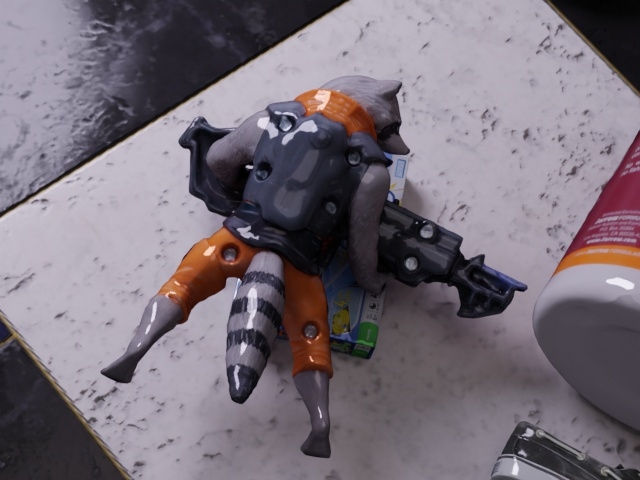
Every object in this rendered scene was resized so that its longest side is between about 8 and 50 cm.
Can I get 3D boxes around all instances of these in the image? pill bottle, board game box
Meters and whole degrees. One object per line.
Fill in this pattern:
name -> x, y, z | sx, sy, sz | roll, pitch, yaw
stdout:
pill bottle -> 0.376, -0.028, 1.274 | 0.224, 0.224, 0.392 | 32, 64, 7
board game box -> 0.000, 0.000, 1.306 | 0.136, 0.035, 0.201 | 12, 64, -3

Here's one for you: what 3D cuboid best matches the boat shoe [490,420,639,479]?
boat shoe -> 0.259, 0.227, 1.215 | 0.219, 0.078, 0.070 | 28, 65, 7

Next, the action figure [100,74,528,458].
action figure -> 0.013, 0.010, 1.191 | 0.341, 0.178, 0.330 | 19, 73, 2
